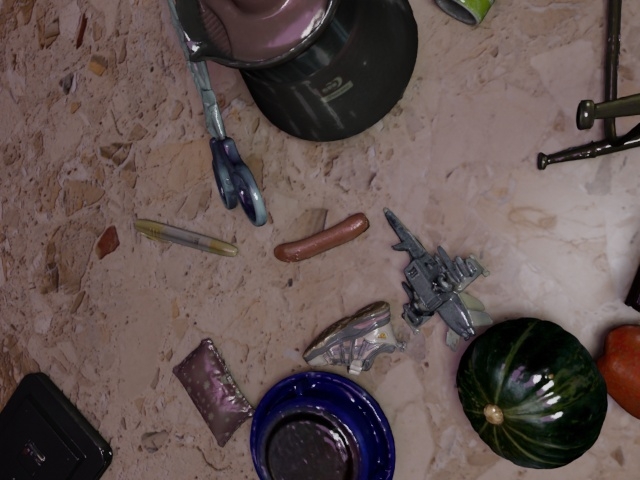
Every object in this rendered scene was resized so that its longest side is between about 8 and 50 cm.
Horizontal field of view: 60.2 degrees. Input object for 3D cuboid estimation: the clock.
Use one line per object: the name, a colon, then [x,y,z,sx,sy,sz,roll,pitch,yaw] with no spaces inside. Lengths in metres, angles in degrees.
clock: [-0.609,0.466,1.198,0.279,0.049,0.273,39,103,16]

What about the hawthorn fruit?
hawthorn fruit: [0.462,0.185,0.779,0.138,0.133,0.132,38,103,32]

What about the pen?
pen: [-0.266,-0.001,1.084,0.234,0.032,0.040,16,119,18]

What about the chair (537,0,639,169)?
chair: [0.499,-0.281,0.652,0.410,0.365,0.361,2,90,15]

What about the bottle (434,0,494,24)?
bottle: [0.299,-0.503,0.847,0.093,0.093,0.330,35,101,16]

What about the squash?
squash: [0.301,0.217,0.800,0.173,0.218,0.218,-20,82,-19]

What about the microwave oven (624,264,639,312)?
microwave oven: [0.560,0.052,0.713,0.248,0.178,0.188,22,100,18]

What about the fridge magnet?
fridge magnet: [-0.003,0.358,0.947,0.266,0.113,0.265,0,90,21]

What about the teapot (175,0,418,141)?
teapot: [0.000,-0.343,0.812,0.376,0.362,0.305,-43,77,14]

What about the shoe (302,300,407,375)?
shoe: [0.059,0.179,0.945,0.180,0.089,0.092,-33,92,19]

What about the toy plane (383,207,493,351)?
toy plane: [0.167,0.051,0.902,0.262,0.088,0.192,51,133,16]

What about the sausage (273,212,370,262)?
sausage: [0.000,0.000,0.984,0.186,0.043,0.043,-22,83,18]

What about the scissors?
scissors: [-0.177,-0.213,0.901,0.029,0.256,0.383,-21,111,-18]

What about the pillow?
pillow: [-0.207,0.291,1.056,0.118,0.043,0.185,-43,77,17]
